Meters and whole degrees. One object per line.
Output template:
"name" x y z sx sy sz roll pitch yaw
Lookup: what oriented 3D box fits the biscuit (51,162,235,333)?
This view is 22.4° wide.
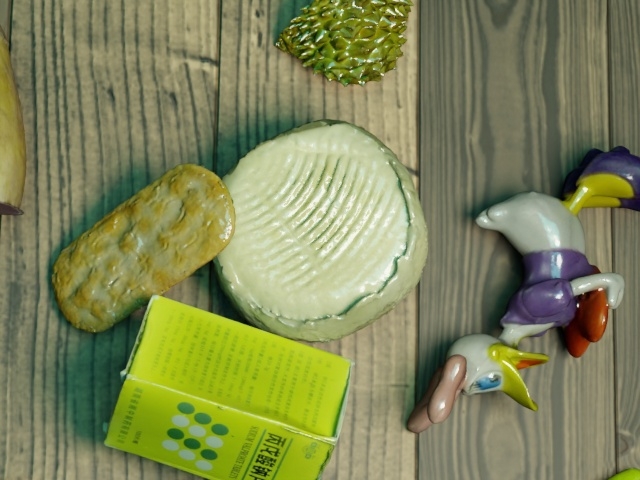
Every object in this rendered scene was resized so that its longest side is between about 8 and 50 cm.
"biscuit" -0.202 0.009 1.818 0.247 0.029 0.118 -35 66 14

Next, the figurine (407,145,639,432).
"figurine" 0.251 0.056 1.896 0.193 0.154 0.421 27 74 0

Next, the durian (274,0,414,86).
"durian" 0.055 -0.247 1.932 0.186 0.119 0.108 -22 80 -15

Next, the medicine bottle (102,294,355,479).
"medicine bottle" -0.101 0.181 1.783 0.250 0.137 0.141 18 40 -5

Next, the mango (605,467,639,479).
"mango" 0.352 0.315 1.913 0.073 0.056 0.108 47 72 -5

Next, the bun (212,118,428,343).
"bun" 0.000 0.000 1.847 0.259 0.152 0.259 -2 77 8

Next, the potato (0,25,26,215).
"potato" -0.426 -0.169 1.780 0.229 0.229 0.266 4 82 -10
